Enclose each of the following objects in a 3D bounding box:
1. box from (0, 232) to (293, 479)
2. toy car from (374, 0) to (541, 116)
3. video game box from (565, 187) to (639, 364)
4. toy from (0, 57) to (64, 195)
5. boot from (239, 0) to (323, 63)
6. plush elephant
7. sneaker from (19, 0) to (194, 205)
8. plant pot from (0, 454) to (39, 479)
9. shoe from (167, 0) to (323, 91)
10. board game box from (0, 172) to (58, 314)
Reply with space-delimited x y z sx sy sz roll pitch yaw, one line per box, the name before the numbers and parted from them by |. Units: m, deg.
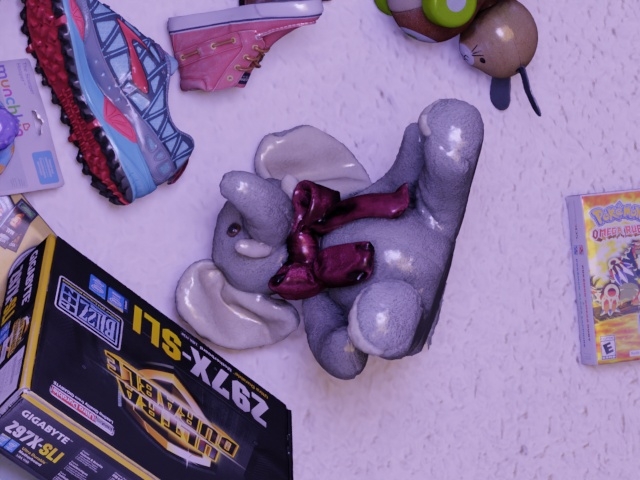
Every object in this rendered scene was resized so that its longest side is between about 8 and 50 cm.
box | -0.164 0.170 1.788 0.322 0.257 0.079 39 112 -22
toy car | 0.165 -0.210 1.966 0.149 0.155 0.188 -31 110 -13
video game box | 0.377 0.033 2.069 0.205 0.048 0.187 -7 89 -15
toy | -0.353 -0.106 1.809 0.237 0.056 0.136 -11 82 -36
boot | -0.030 -0.242 1.964 0.114 0.037 0.106 -13 96 -20
plush elephant | 0.000 0.000 1.872 0.255 0.330 0.271 18 71 7
sneaker | -0.209 -0.173 1.896 0.125 0.104 0.261 -26 101 -31
plant pot | -0.345 0.278 1.778 0.247 0.248 0.252 -23 78 -14
shoe | -0.071 -0.194 1.898 0.063 0.178 0.081 -20 103 -59
board game box | -0.361 0.002 1.866 0.165 0.042 0.243 -41 100 -13
